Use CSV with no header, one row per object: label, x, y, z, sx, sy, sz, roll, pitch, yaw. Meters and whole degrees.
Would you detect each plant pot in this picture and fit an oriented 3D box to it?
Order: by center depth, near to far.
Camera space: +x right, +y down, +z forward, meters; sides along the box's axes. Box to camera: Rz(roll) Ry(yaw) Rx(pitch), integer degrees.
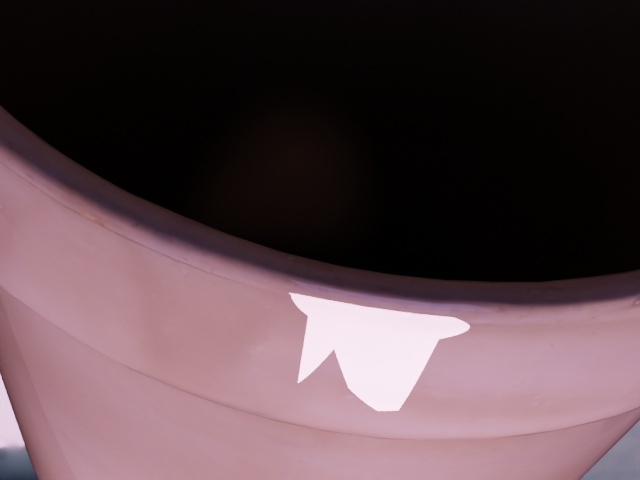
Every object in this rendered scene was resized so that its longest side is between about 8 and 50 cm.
plant pot,0.000,0.000,0.668,0.323,0.323,0.280,3,134,-11

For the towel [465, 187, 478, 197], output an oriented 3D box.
towel,0.263,-0.114,0.759,0.271,0.040,0.370,23,119,-21
